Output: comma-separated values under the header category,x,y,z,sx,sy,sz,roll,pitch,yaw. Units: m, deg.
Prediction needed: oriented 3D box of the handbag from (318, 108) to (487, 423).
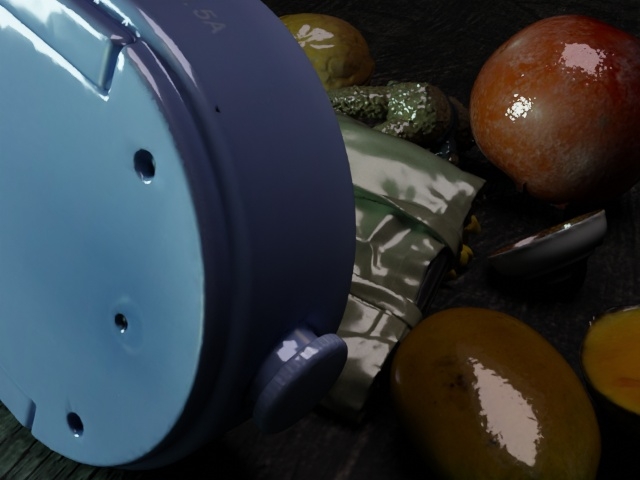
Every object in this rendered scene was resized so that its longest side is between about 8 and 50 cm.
category,x,y,z,sx,sy,sz,roll,pitch,yaw
handbag,0.002,0.004,0.903,0.253,0.109,0.316,22,57,19

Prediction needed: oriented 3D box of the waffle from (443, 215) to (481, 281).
category,x,y,z,sx,sy,sz,roll,pitch,yaw
waffle,0.052,-0.052,1.094,0.293,0.069,0.259,39,36,23

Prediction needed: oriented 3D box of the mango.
category,x,y,z,sx,sy,sz,roll,pitch,yaw
mango,0.143,0.142,0.743,0.151,0.120,0.221,-6,38,-23

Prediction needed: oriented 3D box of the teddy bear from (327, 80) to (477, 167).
category,x,y,z,sx,sy,sz,roll,pitch,yaw
teddy bear,0.132,-0.167,1.325,0.251,0.129,0.182,-7,67,-36

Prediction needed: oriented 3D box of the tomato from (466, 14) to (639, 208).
category,x,y,z,sx,sy,sz,roll,pitch,yaw
tomato,0.339,-0.179,1.271,0.264,0.265,0.265,7,27,-4

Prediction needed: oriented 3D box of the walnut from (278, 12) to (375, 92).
category,x,y,z,sx,sy,sz,roll,pitch,yaw
walnut,-0.019,-0.256,1.409,0.207,0.167,0.167,-6,29,-10

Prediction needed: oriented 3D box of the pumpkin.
category,x,y,z,sx,sy,sz,roll,pitch,yaw
pumpkin,0.310,0.168,0.728,0.169,0.148,0.312,-13,17,-13

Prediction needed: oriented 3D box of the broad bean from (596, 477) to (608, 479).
category,x,y,z,sx,sy,sz,roll,pitch,yaw
broad bean,0.237,0.238,0.660,0.061,0.046,0.195,8,27,-4

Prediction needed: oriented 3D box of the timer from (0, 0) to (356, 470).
category,x,y,z,sx,sy,sz,roll,pitch,yaw
timer,-0.129,-0.012,0.695,0.395,0.395,0.173,27,29,31

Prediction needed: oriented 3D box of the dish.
category,x,y,z,sx,sy,sz,roll,pitch,yaw
dish,0.268,0.026,1.059,0.141,0.078,0.141,-23,-1,-1
